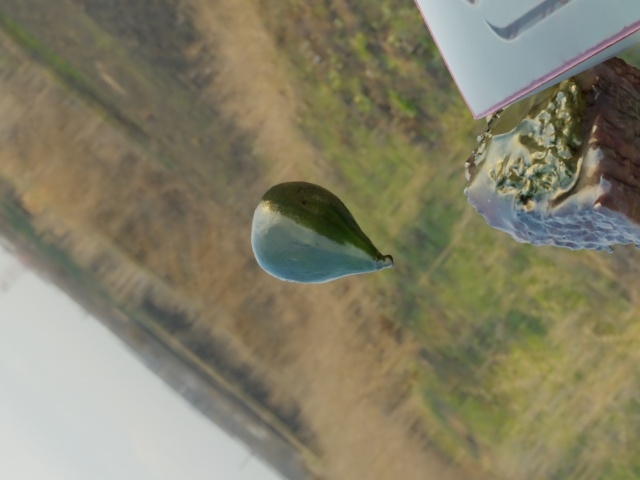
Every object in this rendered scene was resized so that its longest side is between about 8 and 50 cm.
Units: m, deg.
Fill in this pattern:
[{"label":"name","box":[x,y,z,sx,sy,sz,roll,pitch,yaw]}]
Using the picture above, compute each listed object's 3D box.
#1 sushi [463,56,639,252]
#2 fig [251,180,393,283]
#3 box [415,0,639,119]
[{"label":"sushi","box":[0.191,-0.053,1.153,0.107,0.161,0.241,26,-142,-21]},{"label":"fig","box":[0.000,0.000,1.595,0.177,0.117,0.117,22,162,42]},{"label":"box","box":[0.202,-0.290,0.865,0.300,0.312,0.314,63,160,0]}]
